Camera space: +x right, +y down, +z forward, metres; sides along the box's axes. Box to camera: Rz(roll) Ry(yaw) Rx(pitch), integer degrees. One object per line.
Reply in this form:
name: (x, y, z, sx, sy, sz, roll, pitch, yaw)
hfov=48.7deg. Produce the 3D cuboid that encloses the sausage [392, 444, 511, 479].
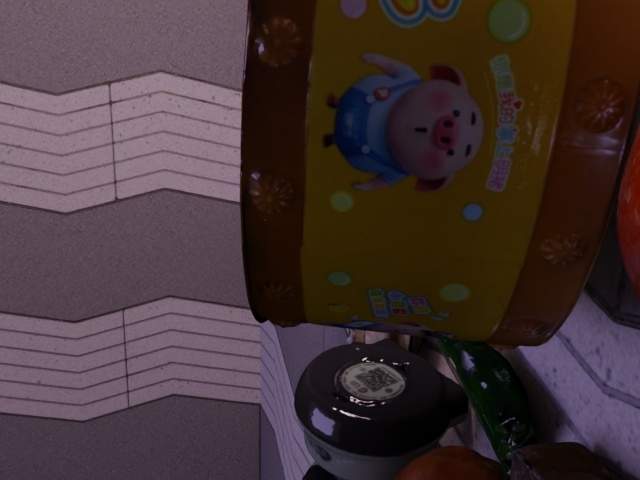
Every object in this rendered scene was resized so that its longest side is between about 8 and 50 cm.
sausage: (0.144, 0.348, 0.731, 0.141, 0.153, 0.268, -10, 82, 37)

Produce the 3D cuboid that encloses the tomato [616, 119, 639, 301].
tomato: (0.232, -0.035, 0.319, 0.155, 0.180, 0.214, -80, 4, -59)

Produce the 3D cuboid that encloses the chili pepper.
chili pepper: (0.181, 0.159, 0.748, 0.224, 0.061, 0.098, -116, 13, -54)

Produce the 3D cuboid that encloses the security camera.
security camera: (0.061, 0.294, 0.927, 0.197, 0.191, 0.277, 30, 127, 46)

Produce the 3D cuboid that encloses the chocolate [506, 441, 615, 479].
chocolate: (0.217, 0.263, 0.538, 0.214, 0.093, 0.149, -124, 33, -68)

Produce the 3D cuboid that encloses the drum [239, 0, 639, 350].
drum: (0.077, -0.131, 0.553, 0.431, 0.214, 0.431, 6, -90, -86)

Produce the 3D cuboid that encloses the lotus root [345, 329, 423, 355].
lotus root: (0.107, 0.085, 1.012, 0.167, 0.078, 0.330, 40, 138, 46)
